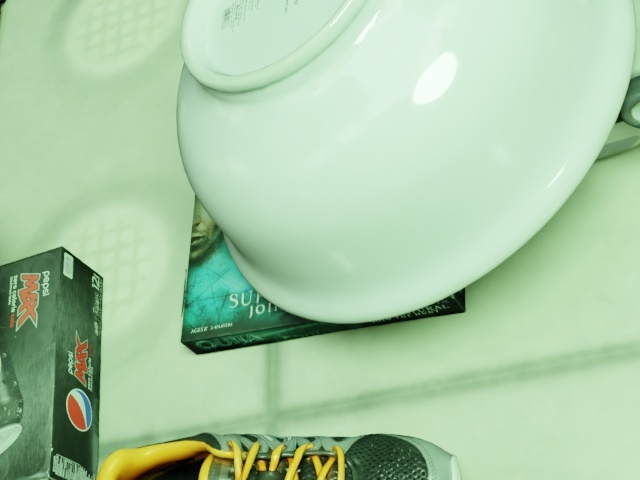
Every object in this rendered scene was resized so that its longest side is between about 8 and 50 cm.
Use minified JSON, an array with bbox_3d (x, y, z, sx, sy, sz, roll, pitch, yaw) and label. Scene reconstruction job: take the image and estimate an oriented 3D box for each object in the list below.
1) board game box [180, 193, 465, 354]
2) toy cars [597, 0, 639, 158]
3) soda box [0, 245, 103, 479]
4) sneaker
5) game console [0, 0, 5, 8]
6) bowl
[{"bbox_3d":[0.000,0.000,0.737,0.186,0.026,0.126,-11,58,21],"label":"board game box"},{"bbox_3d":[0.225,-0.164,0.683,0.393,0.087,0.176,-48,43,0],"label":"toy cars"},{"bbox_3d":[-0.185,0.092,0.762,0.060,0.053,0.168,-17,56,18],"label":"soda box"},{"bbox_3d":[-0.028,0.143,0.633,0.215,0.083,0.084,-11,57,20],"label":"sneaker"},{"bbox_3d":[-0.360,-0.199,1.005,0.144,0.124,0.085,-12,31,20],"label":"game console"},{"bbox_3d":[0.016,-0.113,0.656,0.298,0.134,0.297,-23,48,28],"label":"bowl"}]
